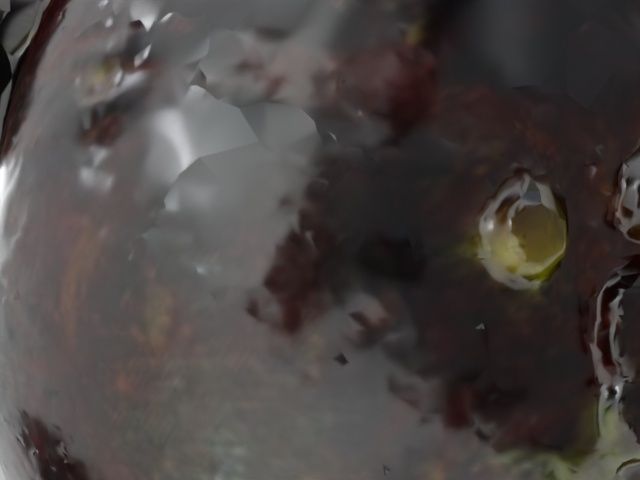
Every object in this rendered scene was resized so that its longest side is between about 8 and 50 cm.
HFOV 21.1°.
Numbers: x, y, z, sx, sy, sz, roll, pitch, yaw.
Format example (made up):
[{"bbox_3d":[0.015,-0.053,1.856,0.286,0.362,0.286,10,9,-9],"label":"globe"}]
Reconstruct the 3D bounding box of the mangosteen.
[{"bbox_3d":[0.000,0.000,0.440,0.231,0.289,0.231,-16,-66,-42],"label":"mangosteen"}]
